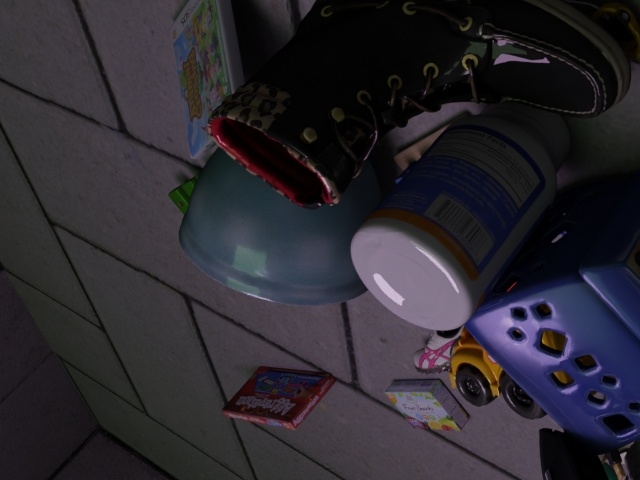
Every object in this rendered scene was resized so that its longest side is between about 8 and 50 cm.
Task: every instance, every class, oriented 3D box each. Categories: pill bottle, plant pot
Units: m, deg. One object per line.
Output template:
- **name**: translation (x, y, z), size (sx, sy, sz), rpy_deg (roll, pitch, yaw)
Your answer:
- **pill bottle**: translation (0.167, -0.043, 0.974), size (0.152, 0.272, 0.152), rpy_deg (30, 148, 21)
- **plant pot**: translation (-0.037, -0.071, 1.222), size (0.293, 0.293, 0.196), rpy_deg (29, 121, 23)
- **plant pot**: translation (0.338, 0.064, 0.959), size (0.236, 0.236, 0.212), rpy_deg (46, 145, -5)

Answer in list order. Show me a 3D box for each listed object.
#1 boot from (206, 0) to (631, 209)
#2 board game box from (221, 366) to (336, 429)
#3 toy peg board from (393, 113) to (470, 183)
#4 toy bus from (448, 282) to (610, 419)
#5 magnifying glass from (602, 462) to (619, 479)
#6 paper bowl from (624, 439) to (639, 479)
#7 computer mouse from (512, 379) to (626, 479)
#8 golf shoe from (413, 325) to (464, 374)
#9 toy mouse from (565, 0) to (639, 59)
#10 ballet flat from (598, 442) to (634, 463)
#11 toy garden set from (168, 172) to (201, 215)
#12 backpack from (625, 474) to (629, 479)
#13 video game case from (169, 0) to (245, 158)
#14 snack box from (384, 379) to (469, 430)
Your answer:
- **boot**: translation (0.086, -0.147, 0.902), size (0.377, 0.284, 0.138), rpy_deg (30, 156, 30)
- **board game box**: translation (-0.098, 0.344, 1.936), size (0.281, 0.145, 0.027), rpy_deg (-6, 126, 53)
- **toy peg board**: translation (0.174, -0.058, 1.144), size (0.161, 0.079, 0.161), rpy_deg (48, 150, -9)
- **toy bus**: translation (0.267, 0.118, 1.216), size (0.220, 0.149, 0.212), rpy_deg (0, 117, 54)
- **magnifying glass**: translation (0.489, 0.407, 1.434), size (0.231, 0.026, 0.092), rpy_deg (31, 148, 24)
- **paper bowl**: translation (0.491, 0.236, 0.996), size (0.284, 0.148, 0.284), rpy_deg (-6, 146, -4)
- **computer mouse**: translation (0.306, 0.280, 1.013), size (0.184, 0.262, 0.060), rpy_deg (27, 122, -40)
- **golf shoe**: translation (0.209, 0.173, 1.436), size (0.186, 0.067, 0.086), rpy_deg (-26, 80, 61)
- **toy mouse**: translation (0.318, -0.220, 0.805), size (0.161, 0.031, 0.143), rpy_deg (42, 151, 1)
- **ballet flat**: translation (0.438, 0.300, 1.305), size (0.074, 0.074, 0.203), rpy_deg (52, 150, -16)
- **toy garden set**: translation (-0.153, -0.046, 1.594), size (0.204, 0.049, 0.244), rpy_deg (52, 149, -12)
- **backpack**: translation (0.531, 0.430, 1.303), size (0.173, 0.117, 0.158), rpy_deg (15, 131, 26)
- **video game case**: translation (-0.162, -0.246, 1.239), size (0.193, 0.023, 0.213), rpy_deg (-29, 69, 60)
- **snack box**: translation (0.198, 0.308, 1.638), size (0.100, 0.037, 0.141), rpy_deg (52, 150, -13)
